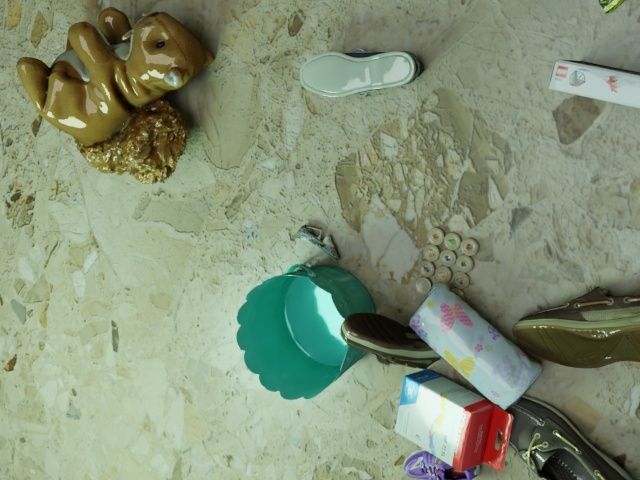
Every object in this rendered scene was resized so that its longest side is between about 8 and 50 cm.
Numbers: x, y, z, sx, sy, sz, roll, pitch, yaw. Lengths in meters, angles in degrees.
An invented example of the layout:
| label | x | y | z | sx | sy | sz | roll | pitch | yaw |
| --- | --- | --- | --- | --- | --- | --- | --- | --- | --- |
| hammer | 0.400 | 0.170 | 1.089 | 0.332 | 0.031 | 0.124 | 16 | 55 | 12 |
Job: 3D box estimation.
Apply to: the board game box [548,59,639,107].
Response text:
| label | x | y | z | sx | sy | sz | roll | pitch | yaw |
| --- | --- | --- | --- | --- | --- | --- | --- | --- | --- |
| board game box | 0.551 | -0.245 | 1.360 | 0.305 | 0.193 | 0.053 | 18 | 108 | 25 |

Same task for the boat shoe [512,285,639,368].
| label | x | y | z | sx | sy | sz | roll | pitch | yaw |
| --- | --- | --- | --- | --- | --- | --- | --- | --- | --- |
| boat shoe | 0.519 | 0.150 | 1.513 | 0.342 | 0.123 | 0.123 | -13 | 125 | 48 |

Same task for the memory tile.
| label | x | y | z | sx | sy | sz | roll | pitch | yaw |
| --- | --- | --- | --- | --- | --- | --- | --- | --- | --- |
| memory tile | 0.257 | 0.053 | 1.685 | 0.113 | 0.012 | 0.148 | 20 | 110 | 24 |

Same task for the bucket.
| label | x | y | z | sx | sy | sz | roll | pitch | yaw |
| --- | --- | --- | --- | --- | --- | --- | --- | --- | --- |
| bucket | -0.025 | 0.185 | 1.768 | 0.281 | 0.183 | 0.281 | 6 | 102 | 27 |

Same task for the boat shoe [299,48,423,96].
| label | x | y | z | sx | sy | sz | roll | pitch | yaw |
| --- | --- | --- | --- | --- | --- | --- | --- | --- | --- |
| boat shoe | 0.082 | -0.342 | 1.661 | 0.254 | 0.079 | 0.095 | -4 | 96 | 27 |

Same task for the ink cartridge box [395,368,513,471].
| label | x | y | z | sx | sy | sz | roll | pitch | yaw |
| --- | --- | --- | --- | --- | --- | --- | --- | --- | --- |
| ink cartridge box | 0.267 | 0.370 | 1.667 | 0.231 | 0.078 | 0.134 | 23 | 111 | 45 |

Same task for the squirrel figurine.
| label | x | y | z | sx | sy | sz | roll | pitch | yaw |
| --- | --- | --- | --- | --- | --- | --- | --- | --- | --- |
| squirrel figurine | -0.415 | -0.331 | 1.866 | 0.370 | 0.281 | 0.397 | -11 | 109 | 19 |

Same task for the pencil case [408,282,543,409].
| label | x | y | z | sx | sy | sz | roll | pitch | yaw |
| --- | --- | --- | --- | --- | --- | --- | --- | --- | --- |
| pencil case | 0.305 | 0.205 | 1.618 | 0.273 | 0.124 | 0.113 | 40 | 149 | 11 |

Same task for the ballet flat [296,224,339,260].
| label | x | y | z | sx | sy | sz | roll | pitch | yaw |
| --- | --- | --- | --- | --- | --- | --- | --- | --- | --- |
| ballet flat | 0.000 | 0.000 | 1.801 | 0.114 | 0.041 | 0.041 | 33 | 114 | 18 |

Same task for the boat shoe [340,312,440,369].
| label | x | y | z | sx | sy | sz | roll | pitch | yaw |
| --- | --- | --- | --- | --- | --- | --- | --- | --- | --- |
| boat shoe | 0.141 | 0.218 | 1.657 | 0.095 | 0.257 | 0.095 | -58 | 33 | 29 |

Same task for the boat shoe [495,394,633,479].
| label | x | y | z | sx | sy | sz | roll | pitch | yaw |
| --- | --- | --- | --- | --- | --- | --- | --- | --- | --- |
| boat shoe | 0.454 | 0.416 | 1.588 | 0.324 | 0.096 | 0.117 | 39 | 116 | 26 |

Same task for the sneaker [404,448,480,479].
| label | x | y | z | sx | sy | sz | roll | pitch | yaw |
| --- | --- | --- | --- | --- | --- | --- | --- | --- | --- |
| sneaker | 0.251 | 0.483 | 1.743 | 0.169 | 0.071 | 0.068 | -9 | 96 | 30 |

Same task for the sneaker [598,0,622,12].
| label | x | y | z | sx | sy | sz | roll | pitch | yaw |
| --- | --- | --- | --- | --- | --- | --- | --- | --- | --- |
| sneaker | 0.521 | -0.435 | 1.430 | 0.083 | 0.031 | 0.035 | -41 | 79 | 29 |
